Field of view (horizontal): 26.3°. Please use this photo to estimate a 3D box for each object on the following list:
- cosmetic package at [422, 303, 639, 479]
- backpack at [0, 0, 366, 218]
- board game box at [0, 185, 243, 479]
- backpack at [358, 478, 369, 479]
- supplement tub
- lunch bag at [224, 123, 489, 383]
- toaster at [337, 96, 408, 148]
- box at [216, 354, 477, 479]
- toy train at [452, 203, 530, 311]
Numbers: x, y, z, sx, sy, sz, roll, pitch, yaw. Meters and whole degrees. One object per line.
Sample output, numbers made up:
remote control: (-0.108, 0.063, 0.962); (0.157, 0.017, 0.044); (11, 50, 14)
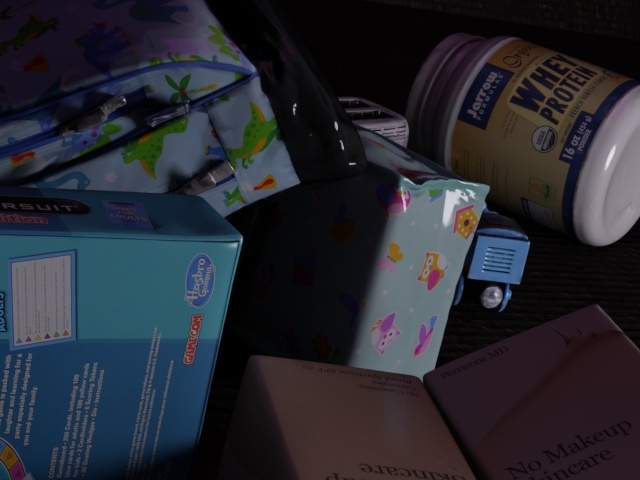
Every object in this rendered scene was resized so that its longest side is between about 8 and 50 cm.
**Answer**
cosmetic package: (0.206, 0.191, 0.964); (0.160, 0.113, 0.309); (-22, 35, -9)
backpack: (-0.188, -0.103, 1.148); (0.273, 0.355, 0.290); (51, 10, -43)
board game box: (-0.236, 0.093, 0.847); (0.336, 0.254, 0.079); (2, 22, -29)
backpack: (0.002, 0.248, 0.605); (0.213, 0.277, 0.263); (23, 28, 38)
supplement tub: (0.296, -0.148, 1.886); (0.316, 0.228, 0.228); (25, 23, 30)
lunch bag: (0.000, 0.000, 1.299); (0.160, 0.223, 0.262); (0, 22, -46)
toaster: (0.018, -0.090, 1.669); (0.227, 0.146, 0.129); (-8, 30, -46)
box: (0.029, 0.206, 0.912); (0.148, 0.121, 0.311); (9, 20, -17)
toy train: (0.178, 0.009, 1.566); (0.080, 0.105, 0.184); (9, 20, -13)
